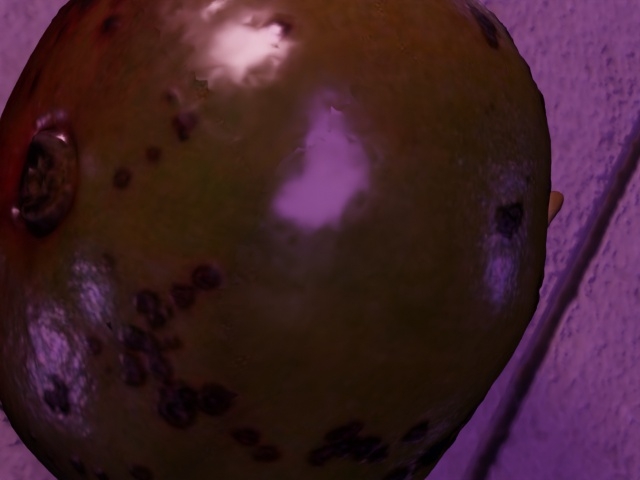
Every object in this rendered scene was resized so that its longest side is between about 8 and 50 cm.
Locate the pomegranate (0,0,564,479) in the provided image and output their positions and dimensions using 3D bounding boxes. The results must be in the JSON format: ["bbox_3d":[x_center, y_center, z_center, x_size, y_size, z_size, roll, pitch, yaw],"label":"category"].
[{"bbox_3d":[-0.001,0.013,0.584,0.323,0.290,0.291,33,71,-27],"label":"pomegranate"}]
